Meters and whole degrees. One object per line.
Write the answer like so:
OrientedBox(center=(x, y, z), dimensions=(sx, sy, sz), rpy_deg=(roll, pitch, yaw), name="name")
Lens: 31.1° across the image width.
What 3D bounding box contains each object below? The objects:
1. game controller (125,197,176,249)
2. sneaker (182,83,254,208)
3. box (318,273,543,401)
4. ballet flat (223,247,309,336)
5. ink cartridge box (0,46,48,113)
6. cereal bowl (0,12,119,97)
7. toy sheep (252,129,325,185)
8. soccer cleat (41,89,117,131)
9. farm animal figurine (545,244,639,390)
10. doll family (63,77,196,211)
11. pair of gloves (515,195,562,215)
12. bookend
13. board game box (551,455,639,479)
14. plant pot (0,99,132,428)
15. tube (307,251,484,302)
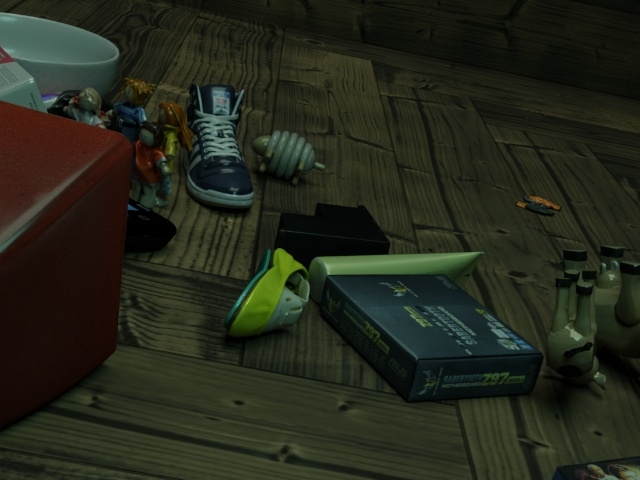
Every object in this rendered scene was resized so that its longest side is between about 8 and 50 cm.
OrientedBox(center=(-0.345, -0.062, 1.587), dimensions=(0.319, 0.067, 0.166), rpy_deg=(28, 25, 36), name="game controller")
OrientedBox(center=(-0.161, -0.159, 1.834), dimensions=(0.099, 0.153, 0.282), rpy_deg=(5, 21, -19), name="sneaker")
OrientedBox(center=(0.130, 0.112, 1.408), dimensions=(0.184, 0.059, 0.233), rpy_deg=(0, 23, -28), name="box")
OrientedBox(center=(-0.055, 0.068, 1.407), dimensions=(0.077, 0.077, 0.231), rpy_deg=(30, 18, -1), name="ballet flat")
OrientedBox(center=(-0.507, -0.158, 1.568), dimensions=(0.237, 0.100, 0.172), rpy_deg=(-27, 35, -18), name="ink cartridge box")
OrientedBox(center=(-0.526, -0.290, 1.992), dimensions=(0.339, 0.141, 0.339), rpy_deg=(11, 19, -4), name="cereal bowl")
OrientedBox(center=(-0.055, -0.143, 1.967), dimensions=(0.132, 0.091, 0.091), rpy_deg=(25, 18, -7), name="toy sheep")
OrientedBox(center=(-0.464, -0.189, 1.814), dimensions=(0.116, 0.108, 0.318), rpy_deg=(22, 24, 36), name="soccer cleat")
OrientedBox(center=(0.393, 0.111, 1.442), dimensions=(0.331, 0.172, 0.327), rpy_deg=(-1, 10, -15), name="farm animal figurine")
OrientedBox(center=(-0.276, -0.155, 1.737), dimensions=(0.118, 0.163, 0.263), rpy_deg=(-8, 28, -45), name="doll family")
OrientedBox(center=(0.407, -0.066, 2.139), dimensions=(0.074, 0.010, 0.083), rpy_deg=(20, 22, 20), name="pair of gloves")
OrientedBox(center=(0.000, 0.000, 1.617), dimensions=(0.157, 0.072, 0.156), rpy_deg=(6, 20, -15), name="bookend")
OrientedBox(center=(0.369, 0.272, 1.137), dimensions=(0.243, 0.042, 0.165), rpy_deg=(0, 23, -32), name="board game box")
OrientedBox(center=(-0.352, 0.032, 1.071), dimensions=(0.267, 0.267, 0.235), rpy_deg=(15, 31, 8), name="plant pot")
OrientedBox(center=(0.101, 0.049, 1.543), dimensions=(0.240, 0.062, 0.070), rpy_deg=(-1, 0, -25), name="tube")
